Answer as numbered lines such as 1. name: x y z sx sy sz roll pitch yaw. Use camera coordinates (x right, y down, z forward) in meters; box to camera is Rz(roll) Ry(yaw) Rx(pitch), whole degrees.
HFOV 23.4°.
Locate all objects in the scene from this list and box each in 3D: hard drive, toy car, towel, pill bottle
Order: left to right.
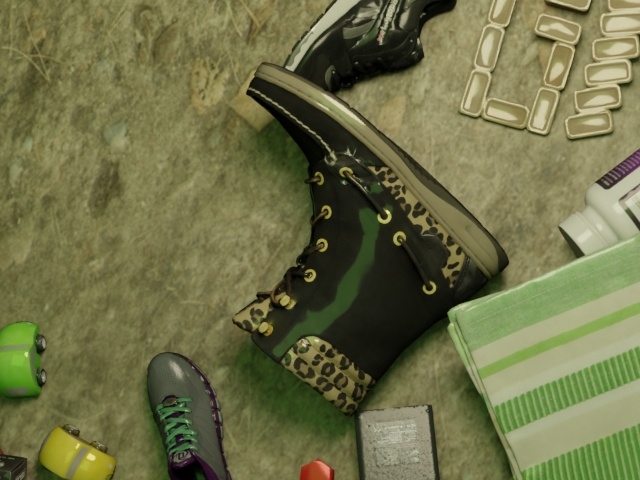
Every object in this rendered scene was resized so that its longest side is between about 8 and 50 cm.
1. toy car: -0.378 0.209 1.917 0.239 0.053 0.225 -6 78 8
2. hard drive: 0.092 0.266 1.828 0.094 0.022 0.135 -6 68 3
3. towel: 0.314 0.186 1.773 0.248 0.038 0.325 -22 93 5
4. pill bottle: 0.379 -0.045 1.812 0.193 0.108 0.108 -37 76 1

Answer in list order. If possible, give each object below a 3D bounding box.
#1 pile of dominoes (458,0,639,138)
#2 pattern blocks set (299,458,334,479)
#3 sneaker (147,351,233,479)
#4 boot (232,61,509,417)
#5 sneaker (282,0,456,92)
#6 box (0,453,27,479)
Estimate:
1. pile of dominoes: 0.300 -0.249 1.914 0.196 0.040 0.251 18 91 12
2. pattern blocks set: 0.026 0.452 1.812 0.285 0.026 0.325 25 81 14
3. sneaker: -0.157 0.234 1.853 0.083 0.098 0.224 -23 77 4
4. boot: 0.000 0.000 1.829 0.377 0.138 0.284 41 90 -8
5. sneaker: 0.059 -0.243 1.910 0.124 0.107 0.283 39 87 8
6. box: -0.474 0.341 1.875 0.231 0.056 0.183 7 103 11
